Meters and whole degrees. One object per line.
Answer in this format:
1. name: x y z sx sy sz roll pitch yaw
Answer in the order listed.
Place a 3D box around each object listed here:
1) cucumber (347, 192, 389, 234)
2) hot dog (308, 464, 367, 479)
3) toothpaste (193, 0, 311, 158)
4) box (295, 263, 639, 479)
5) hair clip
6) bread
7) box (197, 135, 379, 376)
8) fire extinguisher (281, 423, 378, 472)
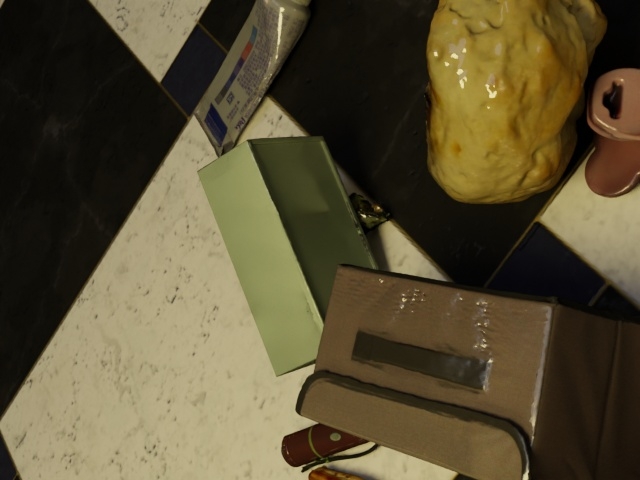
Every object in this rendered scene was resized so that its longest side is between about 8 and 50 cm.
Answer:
1. cucumber: 0.000 0.000 1.189 0.181 0.053 0.053 -33 55 35
2. hot dog: 0.029 0.259 1.080 0.122 0.037 0.049 14 98 51
3. toothpaste: -0.076 -0.238 1.341 0.282 0.068 0.099 -57 15 26
4. box: 0.140 0.116 0.918 0.252 0.188 0.153 8 84 48
5. hair clip: 0.304 -0.103 0.942 0.138 0.102 0.123 0 76 11
6. bread: 0.174 -0.143 0.952 0.134 0.244 0.244 14 85 15
7. box: -0.022 0.012 1.093 0.086 0.129 0.225 -28 79 35
8. fire extinguisher: 0.017 0.203 1.106 0.132 0.039 0.056 -26 81 35
